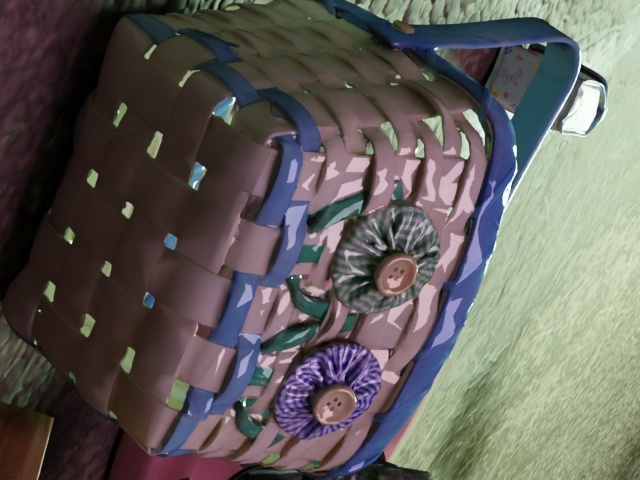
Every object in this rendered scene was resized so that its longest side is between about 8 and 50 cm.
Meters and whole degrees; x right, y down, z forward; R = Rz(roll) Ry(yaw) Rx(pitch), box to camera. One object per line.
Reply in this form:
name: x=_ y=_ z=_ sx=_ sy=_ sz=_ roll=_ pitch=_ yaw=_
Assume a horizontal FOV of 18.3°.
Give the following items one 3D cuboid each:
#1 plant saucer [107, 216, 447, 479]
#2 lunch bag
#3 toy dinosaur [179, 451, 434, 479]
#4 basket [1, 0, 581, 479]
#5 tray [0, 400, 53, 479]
plant saucer: x=-0.009 y=0.106 z=1.325 sx=0.332 sy=0.084 sz=0.332 roll=-47 pitch=156 yaw=-28
lunch bag: x=0.165 y=-0.109 z=1.431 sx=0.083 sy=0.071 sz=0.053 roll=5 pitch=111 yaw=-65
toy dinosaur: x=-0.032 y=0.189 z=1.067 sx=0.218 sy=0.322 sz=0.164 roll=1 pitch=102 yaw=-65
basket: x=0.000 y=0.000 z=1.027 sx=0.289 sy=0.201 sz=0.255 roll=-9 pitch=128 yaw=-52
tray: x=-0.202 y=0.257 z=0.843 sx=0.411 sy=0.076 sz=0.203 roll=-88 pitch=-163 yaw=-62
